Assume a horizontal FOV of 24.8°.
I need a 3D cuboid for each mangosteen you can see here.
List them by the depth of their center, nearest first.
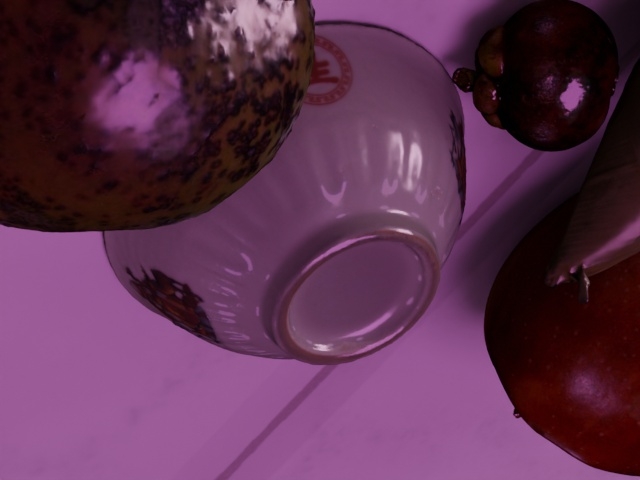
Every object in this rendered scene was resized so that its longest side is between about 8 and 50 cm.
[{"bbox_3d":[0.180,-0.138,1.226,0.140,0.140,0.140,-17,137,-16],"label":"mangosteen"}]

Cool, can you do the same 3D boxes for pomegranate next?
[{"bbox_3d":[-0.139,-0.177,0.911,0.285,0.285,0.341,-4,101,-28],"label":"pomegranate"}]

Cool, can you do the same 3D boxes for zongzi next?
[{"bbox_3d":[0.327,-0.199,1.147,0.418,0.181,0.447,-35,140,-18],"label":"zongzi"}]

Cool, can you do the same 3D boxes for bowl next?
[{"bbox_3d":[0.000,0.000,1.216,0.337,0.157,0.337,-16,136,-16],"label":"bowl"}]

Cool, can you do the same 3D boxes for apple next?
[{"bbox_3d":[0.319,0.079,1.401,0.317,0.288,0.288,-50,137,9],"label":"apple"}]
